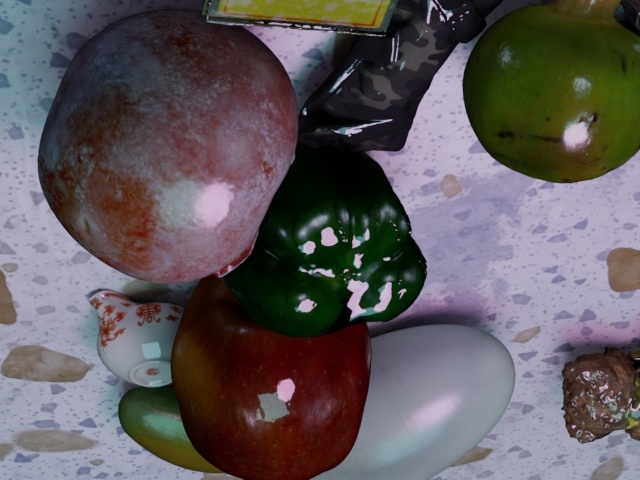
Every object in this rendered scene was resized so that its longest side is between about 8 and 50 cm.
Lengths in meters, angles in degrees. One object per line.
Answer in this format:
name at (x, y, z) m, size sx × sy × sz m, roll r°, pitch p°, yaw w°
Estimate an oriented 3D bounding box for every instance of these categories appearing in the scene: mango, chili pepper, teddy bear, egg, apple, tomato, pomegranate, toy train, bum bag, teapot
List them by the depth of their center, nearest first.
toy train at (-0.013, -0.321, 1.666) m, size 0.260 × 0.134 × 0.177 m, roll 3°, pitch 148°, yaw -13°
tomato at (-0.168, -0.107, 1.766) m, size 0.282 × 0.317 × 0.317 m, roll 25°, pitch 132°, yaw -23°
pomegranate at (0.290, -0.213, 1.790) m, size 0.236 × 0.236 × 0.302 m, roll 5°, pitch 115°, yaw -16°
bum bag at (0.098, -0.224, 1.836) m, size 0.144 × 0.095 × 0.340 m, roll 11°, pitch 132°, yaw -27°
chili pepper at (0.000, 0.000, 1.942) m, size 0.248 × 0.256 × 0.233 m, roll -16°, pitch 109°, yaw -12°
apple at (-0.067, 0.178, 2.144) m, size 0.288 × 0.288 × 0.317 m, roll -4°, pitch 123°, yaw -5°
teapot at (-0.234, 0.155, 2.265) m, size 0.159 × 0.116 × 0.245 m, roll -38°, pitch 140°, yaw 17°
egg at (0.121, 0.251, 2.336) m, size 0.371 × 0.230 × 0.230 m, roll -29°, pitch 138°, yaw 16°
mango at (-0.200, 0.293, 2.424) m, size 0.251 × 0.114 × 0.156 m, roll 11°, pitch 146°, yaw -24°
teddy bear at (0.533, 0.220, 2.452) m, size 0.296 × 0.222 × 0.246 m, roll -39°, pitch 150°, yaw -34°

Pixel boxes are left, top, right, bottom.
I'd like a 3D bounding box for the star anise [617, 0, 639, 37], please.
star anise at (0.431, -0.246, 1.888) m, size 0.182 × 0.065 × 0.195 m, roll -1°, pitch 139°, yaw -8°
